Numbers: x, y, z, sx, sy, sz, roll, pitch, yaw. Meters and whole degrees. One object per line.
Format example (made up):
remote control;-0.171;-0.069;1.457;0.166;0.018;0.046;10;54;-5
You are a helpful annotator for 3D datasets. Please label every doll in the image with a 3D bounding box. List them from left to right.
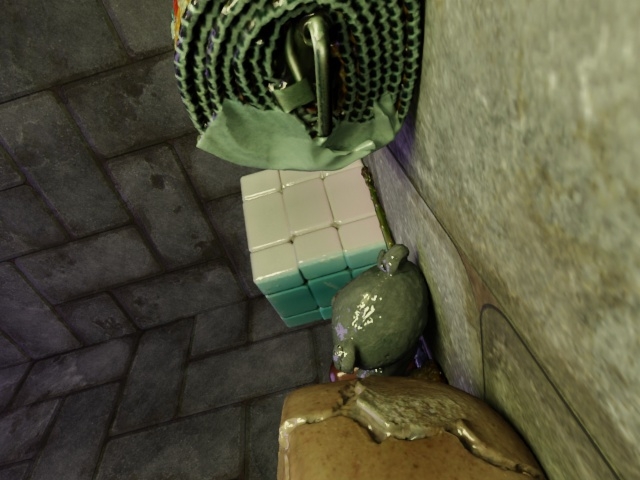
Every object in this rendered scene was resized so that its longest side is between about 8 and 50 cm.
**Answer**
doll;0.091;0.153;0.711;0.245;0.158;0.340;-65;-19;-19

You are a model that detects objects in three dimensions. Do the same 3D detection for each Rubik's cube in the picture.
Rubik's cube;0.000;0.000;1.087;0.321;0.316;0.318;72;-177;-57

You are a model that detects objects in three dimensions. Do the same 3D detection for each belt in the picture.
belt;-0.026;-0.172;0.374;0.257;0.207;0.149;86;172;-64

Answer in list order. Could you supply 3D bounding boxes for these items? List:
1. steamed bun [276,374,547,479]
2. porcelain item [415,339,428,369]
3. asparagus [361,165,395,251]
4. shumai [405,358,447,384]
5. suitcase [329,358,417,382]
steamed bun;0.069;0.224;0.373;0.301;0.252;0.199;-114;16;-74
porcelain item;0.211;0.248;0.862;0.036;0.028;0.083;43;-154;-52
asparagus;0.125;-0.056;0.878;0.025;0.025;0.248;5;-119;-41
shumai;0.185;0.278;0.722;0.123;0.105;0.139;68;-149;-32
suitcase;0.144;0.358;1.096;0.297;0.237;0.161;49;-156;-83
